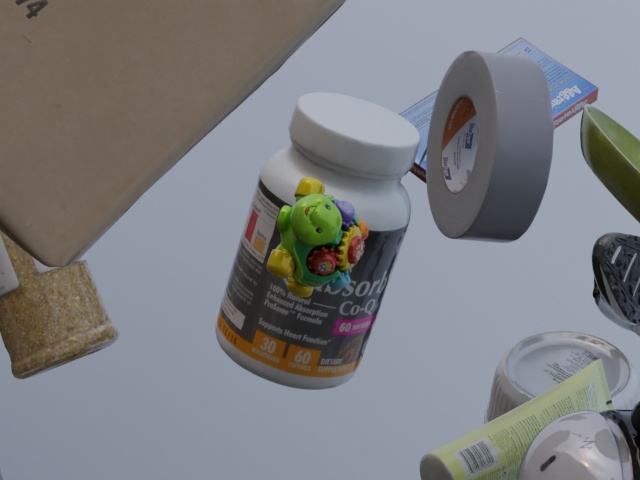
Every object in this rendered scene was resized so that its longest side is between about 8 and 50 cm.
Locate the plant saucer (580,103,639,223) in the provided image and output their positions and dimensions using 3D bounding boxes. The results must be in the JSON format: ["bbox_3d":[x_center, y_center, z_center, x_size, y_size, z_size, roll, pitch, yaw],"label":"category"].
[{"bbox_3d":[0.315,-0.028,1.579,0.241,0.037,0.241,39,15,-12],"label":"plant saucer"}]

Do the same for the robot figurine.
[{"bbox_3d":[0.323,0.248,1.652,0.278,0.209,0.173,4,-4,-12],"label":"robot figurine"}]

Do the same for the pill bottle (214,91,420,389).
[{"bbox_3d":[0.000,0.000,1.807,0.162,0.162,0.278,32,-63,32],"label":"pill bottle"}]

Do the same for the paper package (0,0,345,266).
[{"bbox_3d":[-0.193,-0.190,1.240,0.325,0.309,0.168,46,-4,-6],"label":"paper package"}]

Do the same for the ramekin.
[{"bbox_3d":[0.314,0.206,2.259,0.207,0.207,0.109,29,-47,39],"label":"ramekin"}]

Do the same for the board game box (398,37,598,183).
[{"bbox_3d":[0.219,-0.164,2.310,0.145,0.281,0.027,38,-33,32],"label":"board game box"}]

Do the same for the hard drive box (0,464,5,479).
[{"bbox_3d":[-0.376,0.266,1.811,0.181,0.089,0.232,49,-26,48],"label":"hard drive box"}]

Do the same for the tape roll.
[{"bbox_3d":[0.193,-0.108,2.027,0.072,0.219,0.219,5,-11,-18],"label":"tape roll"}]

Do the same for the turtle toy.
[{"bbox_3d":[0.000,-0.003,1.523,0.066,0.095,0.130,14,-16,25],"label":"turtle toy"}]

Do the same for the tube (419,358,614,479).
[{"bbox_3d":[0.211,0.205,1.796,0.062,0.240,0.070,46,-37,34],"label":"tube"}]

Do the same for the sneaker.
[{"bbox_3d":[0.400,0.065,2.329,0.108,0.100,0.271,20,-15,32],"label":"sneaker"}]

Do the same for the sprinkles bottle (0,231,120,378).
[{"bbox_3d":[-0.328,-0.038,1.829,0.355,0.121,0.121,68,-20,2],"label":"sprinkles bottle"}]
